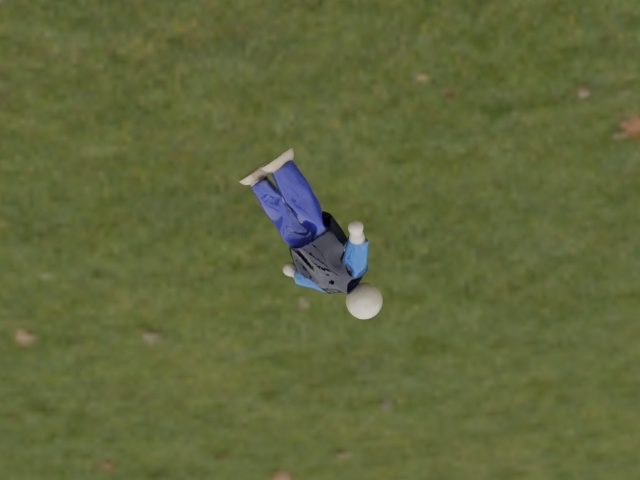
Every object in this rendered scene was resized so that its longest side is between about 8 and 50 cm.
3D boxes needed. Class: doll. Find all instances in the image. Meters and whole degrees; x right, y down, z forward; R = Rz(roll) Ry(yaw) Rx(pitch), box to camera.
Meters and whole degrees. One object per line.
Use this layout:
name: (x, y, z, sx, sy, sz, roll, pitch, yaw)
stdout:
doll: (0.000, 0.000, 1.638, 0.129, 0.189, 0.046, -25, -168, 46)

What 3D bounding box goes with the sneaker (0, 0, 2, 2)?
sneaker: (-0.351, -0.199, 1.510, 0.066, 0.188, 0.071, 40, 159, -15)
